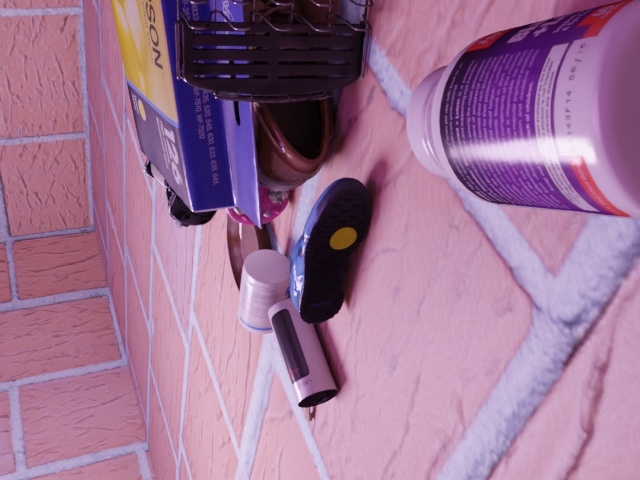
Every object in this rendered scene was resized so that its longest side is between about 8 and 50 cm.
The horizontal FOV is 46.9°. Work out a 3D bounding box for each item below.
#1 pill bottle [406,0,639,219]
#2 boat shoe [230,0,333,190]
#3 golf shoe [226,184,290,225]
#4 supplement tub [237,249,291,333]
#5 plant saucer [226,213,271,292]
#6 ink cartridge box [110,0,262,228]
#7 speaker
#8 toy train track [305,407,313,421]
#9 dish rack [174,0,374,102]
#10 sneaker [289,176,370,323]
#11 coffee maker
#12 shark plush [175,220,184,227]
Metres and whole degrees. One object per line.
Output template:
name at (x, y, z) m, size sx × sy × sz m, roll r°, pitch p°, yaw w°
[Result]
pill bottle at (0.131, -0.071, 0.423) m, size 0.193 × 0.108 × 0.108 m, roll -165°, pitch 68°, yaw -66°
boat shoe at (-0.052, -0.221, 0.822) m, size 0.116 × 0.123 × 0.324 m, roll -9°, pitch 99°, yaw 64°
golf shoe at (-0.114, -0.178, 0.984) m, size 0.140 × 0.115 × 0.306 m, roll -144°, pitch 50°, yaw -64°
supplement tub at (-0.079, 0.074, 1.041) m, size 0.107 × 0.071 × 0.071 m, roll 103°, pitch 150°, yaw -42°
plant saucer at (-0.110, 0.014, 1.150) m, size 0.168 × 0.029 × 0.168 m, roll 170°, pitch 90°, yaw -68°
ink cartridge box at (-0.168, -0.197, 0.858) m, size 0.307 × 0.072 × 0.304 m, roll 43°, pitch 142°, yaw 53°
speaker at (-0.023, 0.144, 0.954) m, size 0.055 × 0.055 × 0.136 m, roll 114°, pitch 141°, yaw -53°
toy train track at (-0.014, 0.213, 1.013) m, size 0.048 × 0.014 × 0.083 m, roll 41°, pitch 141°, yaw 48°
dish rack at (-0.036, -0.247, 0.652) m, size 0.074 × 0.208 × 0.272 m, roll -111°, pitch 22°, yaw -56°
sneaker at (0.000, 0.000, 0.825) m, size 0.209 × 0.069 × 0.082 m, roll 104°, pitch 153°, yaw -44°
coffee maker at (-0.224, -0.136, 1.251) m, size 0.178 × 0.120 × 0.171 m, roll -132°, pitch 40°, yaw -52°
shark plush at (-0.244, -0.105, 1.378) m, size 0.073 × 0.067 × 0.161 m, roll -139°, pitch 45°, yaw -58°
